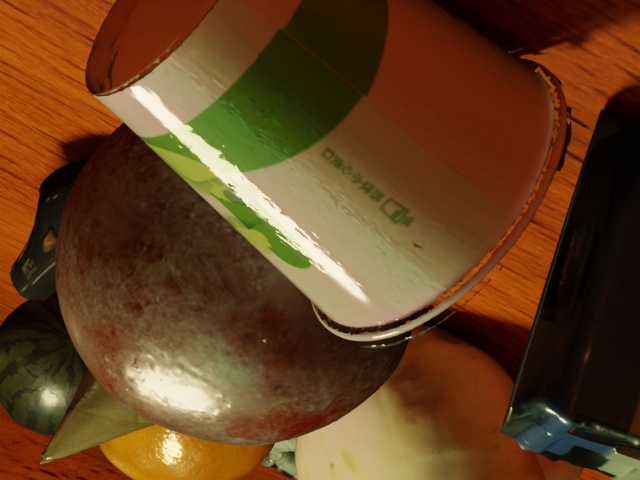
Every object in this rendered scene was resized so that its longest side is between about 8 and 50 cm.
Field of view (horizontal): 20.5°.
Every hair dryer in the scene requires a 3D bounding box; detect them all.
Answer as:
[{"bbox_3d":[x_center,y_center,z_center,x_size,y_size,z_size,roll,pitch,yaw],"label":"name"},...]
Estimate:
[{"bbox_3d":[-0.197,0.086,1.926,0.359,0.120,0.304,51,141,4],"label":"hair dryer"}]

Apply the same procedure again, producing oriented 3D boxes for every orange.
[{"bbox_3d":[-0.172,0.200,2.278,0.261,0.261,0.261,19,163,6],"label":"orange"}]

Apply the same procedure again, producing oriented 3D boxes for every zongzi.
[{"bbox_3d":[-0.141,0.154,2.010,0.289,0.317,0.154,1,137,47],"label":"zongzi"}]

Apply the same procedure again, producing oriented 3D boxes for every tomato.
[{"bbox_3d":[-0.069,0.018,1.511,0.317,0.316,0.282,26,145,-19],"label":"tomato"}]

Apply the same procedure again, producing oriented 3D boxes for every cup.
[{"bbox_3d":[-0.002,-0.101,1.238,0.274,0.253,0.253,39,156,-27],"label":"cup"}]

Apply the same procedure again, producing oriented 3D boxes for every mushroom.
[{"bbox_3d":[0.132,0.282,2.062,0.353,0.325,0.353,14,155,7],"label":"mushroom"}]

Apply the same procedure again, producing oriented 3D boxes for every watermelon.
[{"bbox_3d":[-0.366,0.176,2.507,0.212,0.212,0.212,19,163,6],"label":"watermelon"}]

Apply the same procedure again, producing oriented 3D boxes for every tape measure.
[{"bbox_3d":[0.238,0.061,1.379,0.138,0.259,0.262,18,163,7],"label":"tape measure"}]

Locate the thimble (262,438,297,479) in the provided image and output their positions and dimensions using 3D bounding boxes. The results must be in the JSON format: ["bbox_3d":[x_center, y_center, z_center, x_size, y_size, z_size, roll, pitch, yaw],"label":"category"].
[{"bbox_3d":[0.031,0.258,2.399,0.237,0.150,0.237,19,161,6],"label":"thimble"}]
